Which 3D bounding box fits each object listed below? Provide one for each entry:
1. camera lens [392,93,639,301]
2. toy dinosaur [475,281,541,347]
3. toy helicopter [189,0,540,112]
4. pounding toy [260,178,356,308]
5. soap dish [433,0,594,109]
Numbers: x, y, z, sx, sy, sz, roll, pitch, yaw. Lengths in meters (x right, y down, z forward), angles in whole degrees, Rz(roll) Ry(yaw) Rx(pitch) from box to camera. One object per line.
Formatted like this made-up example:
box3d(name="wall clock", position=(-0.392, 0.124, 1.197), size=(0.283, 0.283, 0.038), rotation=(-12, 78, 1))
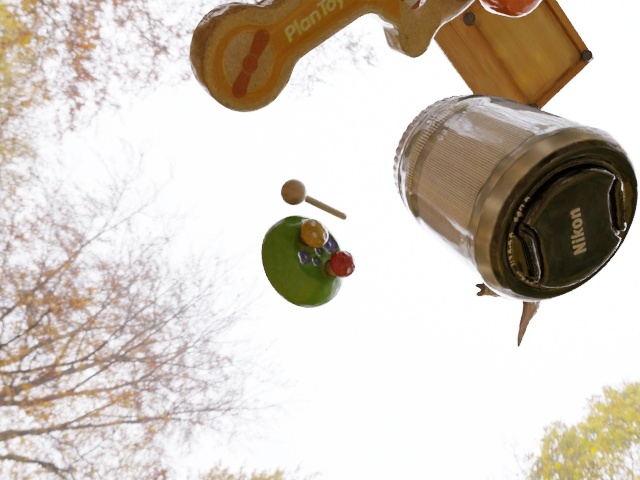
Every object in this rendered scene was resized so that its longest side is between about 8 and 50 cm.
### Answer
box3d(name="camera lens", position=(0.241, -0.067, 0.691), size=(0.219, 0.274, 0.220), rotation=(-9, -62, -17))
box3d(name="toy dinosaur", position=(0.365, 0.053, 1.013), size=(0.127, 0.200, 0.296), rotation=(-31, -116, 21))
box3d(name="toy helicopter", position=(0.035, -0.243, 0.431), size=(0.355, 0.235, 0.140), rotation=(-41, -132, -11))
box3d(name="pounding toy", position=(0.000, 0.000, 0.962), size=(0.110, 0.182, 0.237), rotation=(-28, -135, 48))
box3d(name="soap dish", position=(0.382, -0.385, 1.033), size=(0.229, 0.118, 0.291), rotation=(-42, -78, -6))
